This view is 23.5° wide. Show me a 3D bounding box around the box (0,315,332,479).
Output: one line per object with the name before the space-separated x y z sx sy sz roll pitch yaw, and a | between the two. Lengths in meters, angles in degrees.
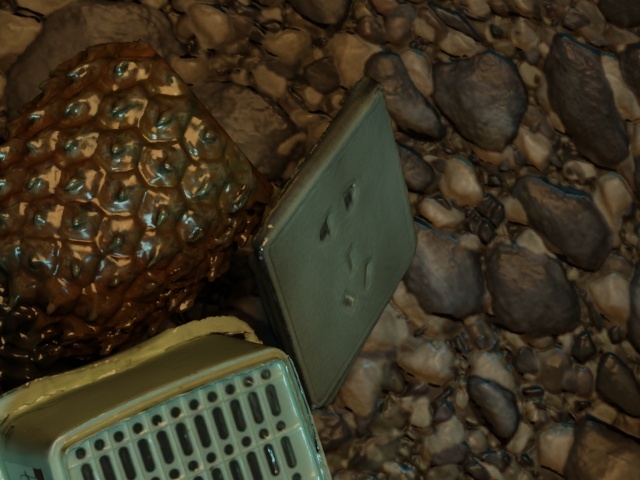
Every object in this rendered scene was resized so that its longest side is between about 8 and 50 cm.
box | -0.096 0.211 1.048 0.220 0.166 0.290 -20 100 -27

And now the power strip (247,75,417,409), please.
power strip | 0.000 0.000 1.228 0.064 0.213 0.198 15 52 26

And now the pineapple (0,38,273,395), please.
pineapple | -0.204 0.023 1.147 0.202 0.202 0.362 41 75 2
